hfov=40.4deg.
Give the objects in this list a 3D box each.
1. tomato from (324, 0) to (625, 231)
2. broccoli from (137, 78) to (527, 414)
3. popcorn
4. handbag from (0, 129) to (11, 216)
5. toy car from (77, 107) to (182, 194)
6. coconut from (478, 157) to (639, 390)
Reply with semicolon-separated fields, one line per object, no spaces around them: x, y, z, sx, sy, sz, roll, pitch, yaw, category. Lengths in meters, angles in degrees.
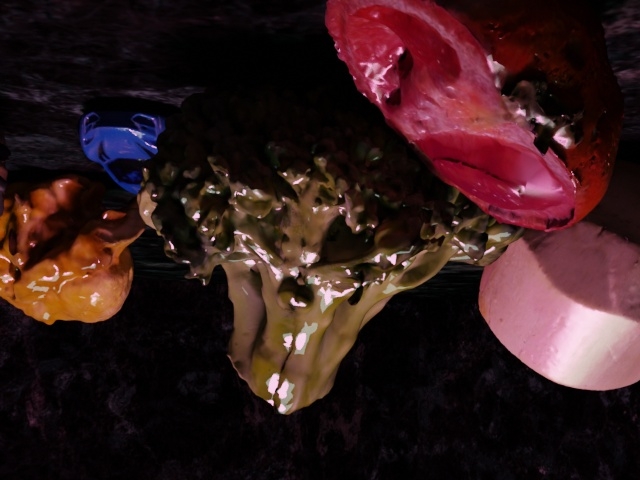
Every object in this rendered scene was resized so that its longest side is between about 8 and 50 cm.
0.098;-0.098;0.497;0.189;0.099;0.173;49;170;-22;tomato
0.000;0.000;0.682;0.288;0.246;0.248;25;-160;-3;broccoli
-0.333;0.014;1.115;0.253;0.190;0.191;-9;176;42;popcorn
-0.384;-0.060;0.711;0.283;0.149;0.302;2;171;18;handbag
-0.159;-0.076;0.833;0.103;0.063;0.216;2;173;8;toy car
0.275;0.040;0.901;0.241;0.241;0.241;2;173;0;coconut
